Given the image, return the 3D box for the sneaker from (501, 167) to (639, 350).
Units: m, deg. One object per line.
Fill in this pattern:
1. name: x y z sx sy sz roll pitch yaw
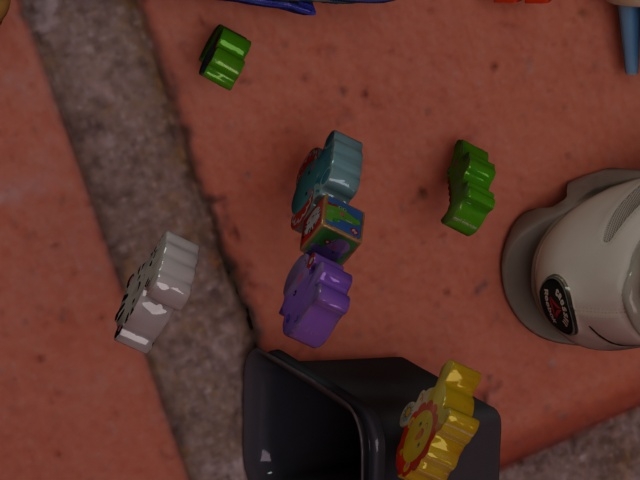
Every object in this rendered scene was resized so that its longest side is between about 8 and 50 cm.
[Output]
1. sneaker: 0.273 -0.018 1.008 0.330 0.146 0.122 -26 104 -12

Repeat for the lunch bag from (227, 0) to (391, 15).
1. lunch bag: -0.044 -0.202 0.910 0.219 0.090 0.176 5 100 -16

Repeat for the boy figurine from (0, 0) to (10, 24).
1. boy figurine: -0.202 -0.194 0.825 0.177 0.092 0.285 -16 108 11

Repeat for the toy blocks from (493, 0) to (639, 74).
1. toy blocks: 0.141 -0.155 0.989 0.123 0.054 0.148 -8 108 -12

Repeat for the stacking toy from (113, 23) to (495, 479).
1. stacking toy: 0.000 0.000 0.912 0.167 0.221 0.052 26 131 -16

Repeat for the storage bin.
1. storage bin: 0.029 0.110 0.965 0.091 0.135 0.098 -5 105 -26
